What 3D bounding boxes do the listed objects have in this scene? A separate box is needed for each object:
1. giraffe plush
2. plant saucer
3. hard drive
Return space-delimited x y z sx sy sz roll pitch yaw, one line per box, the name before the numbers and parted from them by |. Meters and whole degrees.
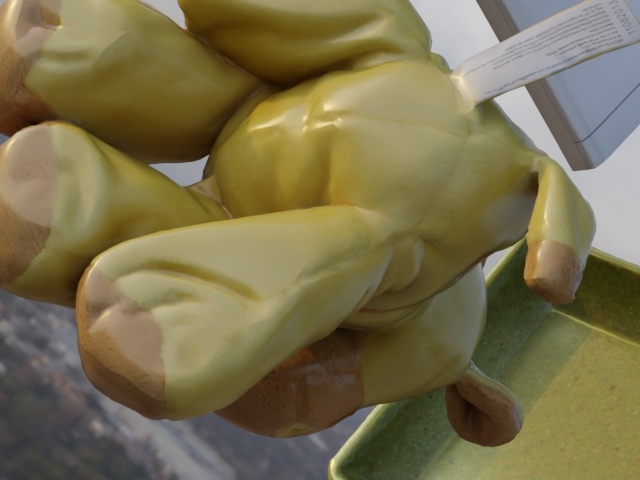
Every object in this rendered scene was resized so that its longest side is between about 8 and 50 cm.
giraffe plush | 0.000 0.000 0.555 0.170 0.210 0.181 85 -3 -60
plant saucer | 0.131 0.099 0.803 0.188 0.188 0.045 24 -29 37
hard drive | 0.244 -0.279 1.585 0.047 0.233 0.353 -3 -55 54
